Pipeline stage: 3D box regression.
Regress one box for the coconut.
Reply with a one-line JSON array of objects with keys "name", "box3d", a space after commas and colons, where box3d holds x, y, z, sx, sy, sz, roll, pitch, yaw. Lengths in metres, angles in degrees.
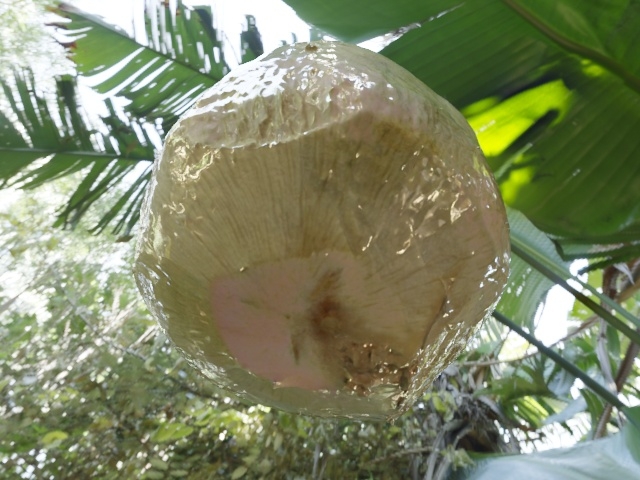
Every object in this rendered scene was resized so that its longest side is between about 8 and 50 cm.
[{"name": "coconut", "box3d": [0.000, 0.000, 0.487, 0.298, 0.254, 0.297, 8, -59, 14]}]
